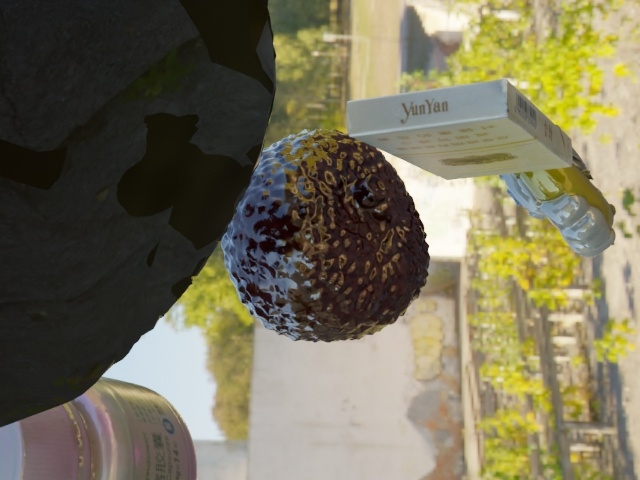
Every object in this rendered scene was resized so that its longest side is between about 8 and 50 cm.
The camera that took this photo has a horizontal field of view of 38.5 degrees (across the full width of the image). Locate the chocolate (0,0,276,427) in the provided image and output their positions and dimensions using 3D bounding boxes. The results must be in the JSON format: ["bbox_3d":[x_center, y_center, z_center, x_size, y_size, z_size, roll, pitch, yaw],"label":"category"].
[{"bbox_3d":[-0.232,-0.087,0.499,0.326,0.297,0.314,-21,-48,-45],"label":"chocolate"}]

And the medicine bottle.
[{"bbox_3d":[-0.330,0.284,1.120,0.325,0.256,0.256,34,-126,-61],"label":"medicine bottle"}]

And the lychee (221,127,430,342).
[{"bbox_3d":[0.000,0.000,1.083,0.260,0.261,0.260,-178,90,-89],"label":"lychee"}]

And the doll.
[{"bbox_3d":[0.319,-0.083,1.283,0.111,0.252,0.237,-44,-8,16],"label":"doll"}]

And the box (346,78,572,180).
[{"bbox_3d":[0.090,-0.061,0.548,0.167,0.090,0.024,10,-103,-64],"label":"box"}]
